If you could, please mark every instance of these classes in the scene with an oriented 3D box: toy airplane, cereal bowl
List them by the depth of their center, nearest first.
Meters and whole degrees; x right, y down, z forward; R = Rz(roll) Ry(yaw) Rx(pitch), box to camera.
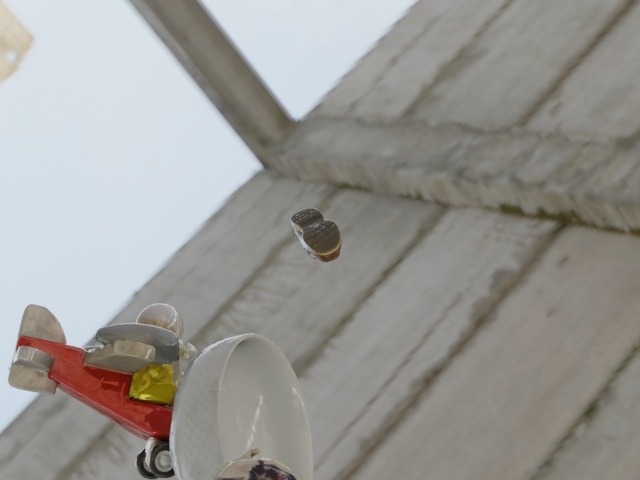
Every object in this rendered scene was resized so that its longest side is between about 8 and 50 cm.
[{"bbox_3d":[-0.141,0.322,2.037,0.141,0.339,0.339,-10,-145,22],"label":"cereal bowl"},{"bbox_3d":[-0.355,0.217,2.251,0.386,0.384,0.272,18,-113,34],"label":"toy airplane"}]

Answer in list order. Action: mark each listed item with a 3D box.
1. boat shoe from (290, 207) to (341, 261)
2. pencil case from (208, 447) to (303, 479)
[{"bbox_3d":[0.000,0.000,2.175,0.064,0.060,0.178,-22,-155,-8],"label":"boat shoe"},{"bbox_3d":[-0.167,0.363,1.316,0.160,0.183,0.410,-27,179,41],"label":"pencil case"}]
